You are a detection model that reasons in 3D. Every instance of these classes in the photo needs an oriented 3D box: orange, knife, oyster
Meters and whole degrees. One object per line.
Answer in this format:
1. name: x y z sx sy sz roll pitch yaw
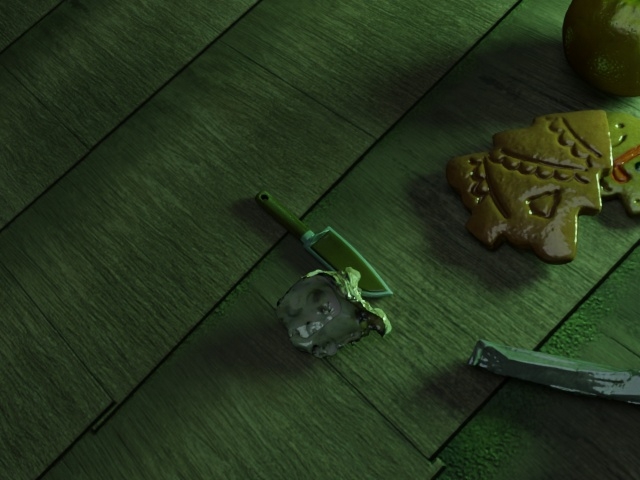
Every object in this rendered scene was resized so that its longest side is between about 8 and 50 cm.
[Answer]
1. orange: 0.509 -0.348 1.226 0.159 0.179 0.237 -28 59 -2
2. knife: 0.001 -0.001 1.279 0.061 0.027 0.343 -41 59 -12
3. oyster: 0.027 0.124 1.182 0.191 0.081 0.163 27 100 29

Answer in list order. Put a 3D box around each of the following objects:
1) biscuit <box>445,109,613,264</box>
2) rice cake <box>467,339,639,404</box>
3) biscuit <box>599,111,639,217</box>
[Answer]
1. biscuit: 0.368 -0.112 1.199 0.306 0.043 0.284 -46 56 -3
2. rice cake: 0.354 0.194 1.053 0.270 0.049 0.055 8 87 21
3. biscuit: 0.513 -0.138 1.196 0.166 0.036 0.225 -29 58 2
